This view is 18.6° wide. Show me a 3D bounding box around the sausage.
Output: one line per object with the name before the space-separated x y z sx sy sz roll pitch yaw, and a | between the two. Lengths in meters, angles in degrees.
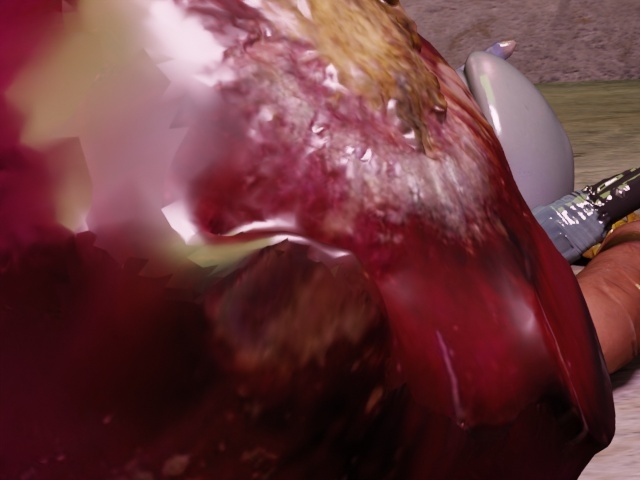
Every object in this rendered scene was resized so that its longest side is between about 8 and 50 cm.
sausage | 0.245 0.047 1.609 0.088 0.088 0.433 3 12 18

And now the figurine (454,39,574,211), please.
figurine | 0.056 -0.035 1.688 0.382 0.225 0.205 -15 7 -27

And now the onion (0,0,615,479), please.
onion | -0.089 0.069 0.996 0.420 0.398 0.398 -38 -4 21

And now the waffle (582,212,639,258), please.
waffle | 0.222 -0.012 2.023 0.231 0.051 0.228 -1 8 -9

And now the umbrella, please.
umbrella | 0.174 0.009 1.622 0.250 0.052 0.053 -29 31 -1
